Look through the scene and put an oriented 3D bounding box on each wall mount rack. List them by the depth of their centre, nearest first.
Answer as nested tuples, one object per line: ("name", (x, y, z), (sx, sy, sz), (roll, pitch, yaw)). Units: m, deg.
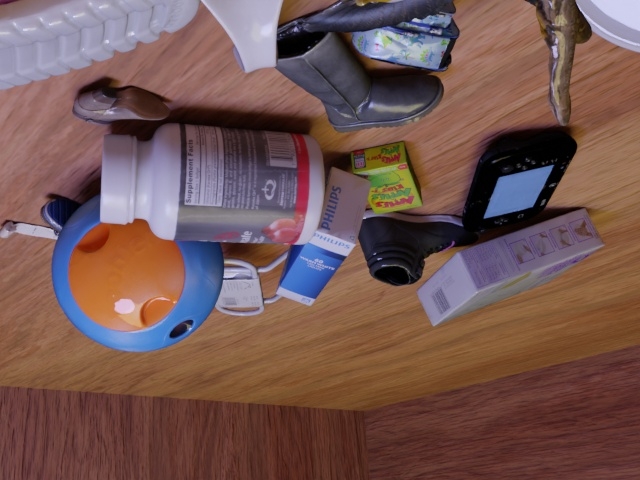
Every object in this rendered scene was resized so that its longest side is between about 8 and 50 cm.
("wall mount rack", (-0.131, 0.055, 1.509), (0.304, 0.130, 0.350), (0, 158, -1))

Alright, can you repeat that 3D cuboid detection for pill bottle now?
("pill bottle", (-0.167, -0.086, 1.080), (0.319, 0.176, 0.176), (2, 157, -16))

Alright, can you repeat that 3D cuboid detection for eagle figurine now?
("eagle figurine", (0.093, -0.255, 0.610), (0.225, 0.298, 0.226), (-5, 120, -41))

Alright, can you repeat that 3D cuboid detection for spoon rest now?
("spoon rest", (-0.080, -0.271, 0.741), (0.137, 0.084, 0.276), (-14, 153, -2))

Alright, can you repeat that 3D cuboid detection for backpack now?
("backpack", (0.096, -0.256, 0.821), (0.114, 0.105, 0.084), (3, 134, -11))

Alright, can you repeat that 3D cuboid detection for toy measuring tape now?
("toy measuring tape", (-0.471, 0.047, 1.425), (0.330, 0.121, 0.121), (13, 152, -37))

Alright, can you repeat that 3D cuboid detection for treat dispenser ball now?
("treat dispenser ball", (-0.311, 0.048, 1.229), (0.288, 0.288, 0.288), (-4, 158, -2))

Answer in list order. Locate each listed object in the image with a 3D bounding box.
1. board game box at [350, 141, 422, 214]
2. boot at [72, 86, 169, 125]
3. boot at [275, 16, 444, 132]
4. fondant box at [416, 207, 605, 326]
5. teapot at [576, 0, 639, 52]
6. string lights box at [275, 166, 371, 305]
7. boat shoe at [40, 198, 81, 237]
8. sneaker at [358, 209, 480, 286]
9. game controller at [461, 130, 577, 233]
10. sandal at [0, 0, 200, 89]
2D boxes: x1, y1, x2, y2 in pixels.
("board game box", (0.121, -0.106, 1.258), (0.092, 0.043, 0.181), (-10, 157, 13))
("boot", (-0.287, -0.184, 1.005), (0.118, 0.042, 0.087), (16, 156, -38))
("boot", (0.048, -0.225, 0.941), (0.190, 0.076, 0.208), (-15, 149, 19))
("fondant box", (0.401, 0.060, 1.524), (0.330, 0.096, 0.238), (-19, 163, -20))
("teapot", (0.339, -0.305, 0.648), (0.256, 0.187, 0.252), (23, 142, 19))
("string lights box", (0.000, 0.000, 1.252), (0.077, 0.133, 0.259), (21, 149, -7))
("boat shoe", (-0.458, -0.022, 1.321), (0.066, 0.066, 0.183), (-12, 156, 21))
("sneaker", (0.207, 0.026, 1.462), (0.296, 0.147, 0.104), (4, 154, -24))
("game controller", (0.354, -0.098, 1.295), (0.166, 0.067, 0.319), (-5, 158, 2))
("sandal", (-0.341, -0.244, 0.782), (0.416, 0.102, 0.169), (-15, 174, -8))
